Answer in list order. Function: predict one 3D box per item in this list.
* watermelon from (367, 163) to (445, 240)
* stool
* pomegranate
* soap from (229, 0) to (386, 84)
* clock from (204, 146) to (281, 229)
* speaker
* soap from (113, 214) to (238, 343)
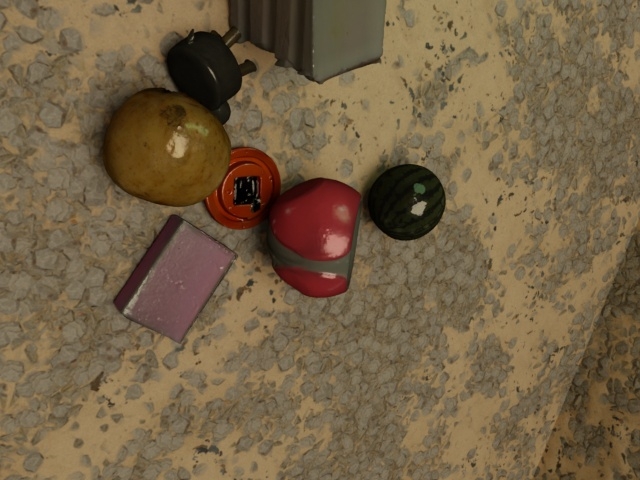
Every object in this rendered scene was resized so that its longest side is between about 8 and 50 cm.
[{"bbox_3d":[0.236,-0.105,1.781,0.212,0.212,0.212,-12,112,-30],"label":"watermelon"},{"bbox_3d":[-0.238,-0.364,1.427,0.153,0.228,0.139,40,62,8],"label":"stool"},{"bbox_3d":[-0.314,-0.190,1.360,0.261,0.260,0.260,-12,112,-30],"label":"pomegranate"},{"bbox_3d":[-0.027,-0.586,1.312,0.213,0.350,0.434,-20,130,-28],"label":"soap"},{"bbox_3d":[-0.187,-0.125,1.587,0.205,0.051,0.205,-11,111,-31],"label":"clock"},{"bbox_3d":[0.000,0.000,1.614,0.294,0.294,0.294,-12,112,-30],"label":"speaker"},{"bbox_3d":[-0.337,0.092,1.542,0.181,0.081,0.259,35,87,-36],"label":"soap"}]
